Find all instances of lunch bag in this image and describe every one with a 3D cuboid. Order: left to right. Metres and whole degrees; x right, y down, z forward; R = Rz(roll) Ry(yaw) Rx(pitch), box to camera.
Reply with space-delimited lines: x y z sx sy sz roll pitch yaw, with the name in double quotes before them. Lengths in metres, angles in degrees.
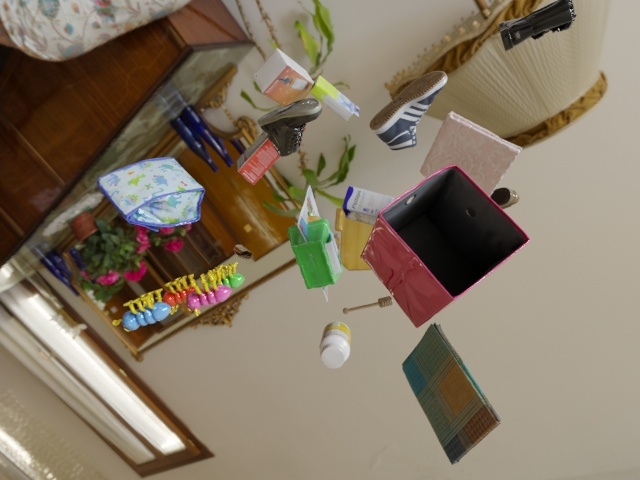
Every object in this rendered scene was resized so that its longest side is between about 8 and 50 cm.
"lunch bag" -0.319 -0.086 0.776 0.151 0.128 0.096 -17 137 -46

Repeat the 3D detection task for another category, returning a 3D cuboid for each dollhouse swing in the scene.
"dollhouse swing" 0.272 -0.014 1.982 0.346 0.305 0.315 -4 177 21

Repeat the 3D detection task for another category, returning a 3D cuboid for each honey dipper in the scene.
"honey dipper" 0.139 0.195 1.220 0.160 0.031 0.030 -10 -178 -21

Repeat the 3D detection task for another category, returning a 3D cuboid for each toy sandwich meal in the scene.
"toy sandwich meal" -0.306 0.046 1.647 0.085 0.085 0.029 -81 -167 -73

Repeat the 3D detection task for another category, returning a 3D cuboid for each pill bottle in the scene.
"pill bottle" 0.065 0.469 1.839 0.136 0.136 0.246 -35 -175 11

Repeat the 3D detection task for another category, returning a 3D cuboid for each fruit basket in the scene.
"fruit basket" 0.000 0.000 1.541 0.165 0.327 0.353 -10 -153 17

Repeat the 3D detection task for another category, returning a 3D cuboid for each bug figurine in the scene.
"bug figurine" -0.271 0.114 0.841 0.216 0.072 0.279 -18 -177 2

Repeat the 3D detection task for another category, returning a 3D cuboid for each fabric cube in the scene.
"fabric cube" 0.288 0.020 1.028 0.254 0.259 0.258 -33 162 -17

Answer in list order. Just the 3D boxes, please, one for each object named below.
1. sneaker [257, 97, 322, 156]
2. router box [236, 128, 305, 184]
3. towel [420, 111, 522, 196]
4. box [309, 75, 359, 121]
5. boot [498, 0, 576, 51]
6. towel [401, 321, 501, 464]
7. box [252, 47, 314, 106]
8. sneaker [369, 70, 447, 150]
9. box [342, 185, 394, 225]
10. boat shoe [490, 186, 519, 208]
"sneaker" -0.060 -0.290 1.072 0.222 0.118 0.083 5 -137 48
"router box" -0.216 -0.392 1.703 0.301 0.082 0.335 -46 -159 6
"towel" 0.603 -0.327 1.697 0.053 0.316 0.332 -50 165 -34
"box" 0.051 -0.477 1.400 0.042 0.178 0.109 -46 -161 31
"boot" 0.686 -0.689 1.312 0.207 0.094 0.246 -15 -158 29
"towel" 0.417 0.504 1.383 0.272 0.040 0.370 -66 -146 34
"box" -0.123 -0.550 1.425 0.130 0.091 0.170 -40 155 23
"sneaker" 0.314 -0.418 1.367 0.282 0.153 0.099 -37 -141 15
"box" 0.144 -0.095 1.223 0.126 0.137 0.072 50 58 -75
"boat shoe" 0.741 -0.164 1.871 0.104 0.111 0.307 7 174 -38
